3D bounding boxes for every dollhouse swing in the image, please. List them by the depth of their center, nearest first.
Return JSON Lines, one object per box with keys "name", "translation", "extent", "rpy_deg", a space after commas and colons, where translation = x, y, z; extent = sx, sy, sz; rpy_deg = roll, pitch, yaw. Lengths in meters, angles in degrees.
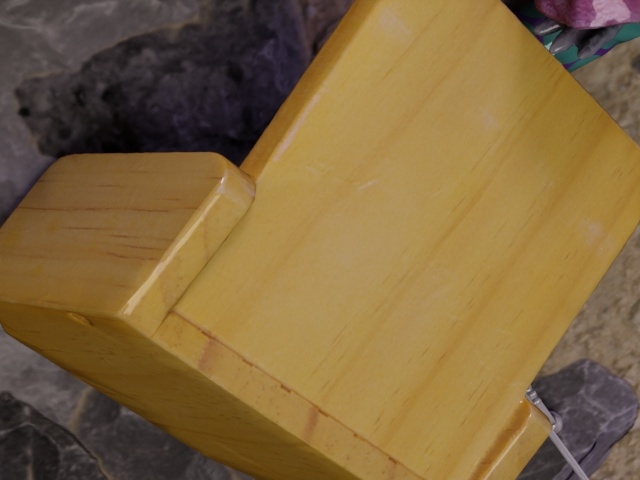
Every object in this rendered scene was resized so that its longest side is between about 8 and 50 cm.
{"name": "dollhouse swing", "translation": [0.000, 0.000, 1.035], "extent": [0.347, 0.315, 0.305], "rpy_deg": [37, 69, -35]}

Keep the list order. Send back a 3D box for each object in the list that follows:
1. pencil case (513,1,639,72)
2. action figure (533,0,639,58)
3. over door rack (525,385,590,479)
{"name": "pencil case", "translation": [0.181, -0.149, 1.028], "extent": [0.151, 0.064, 0.070], "rpy_deg": [-29, 132, 1]}
{"name": "action figure", "translation": [0.197, -0.298, 0.821], "extent": [0.275, 0.248, 0.370], "rpy_deg": [-12, 128, -13]}
{"name": "over door rack", "translation": [0.144, 0.269, 1.252], "extent": [0.239, 0.108, 0.324], "rpy_deg": [-35, 106, 5]}
